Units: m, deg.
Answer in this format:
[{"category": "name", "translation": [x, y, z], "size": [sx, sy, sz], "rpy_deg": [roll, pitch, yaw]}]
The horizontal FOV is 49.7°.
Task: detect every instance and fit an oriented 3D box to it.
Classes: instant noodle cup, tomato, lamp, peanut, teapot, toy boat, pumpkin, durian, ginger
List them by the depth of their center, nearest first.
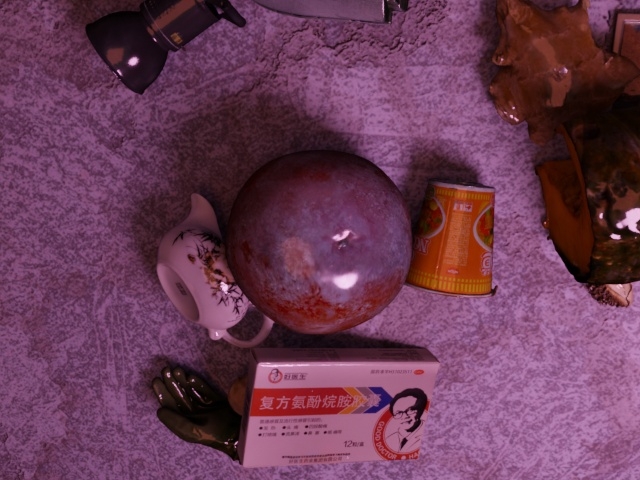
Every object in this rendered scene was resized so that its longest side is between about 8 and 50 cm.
[{"category": "pumpkin", "translation": [0.475, -0.064, 1.068], "size": [0.226, 0.303, 0.256], "rpy_deg": [-17, 79, 8]}, {"category": "ginger", "translation": [0.353, -0.289, 1.099], "size": [0.270, 0.123, 0.219], "rpy_deg": [45, 112, -1]}, {"category": "toy boat", "translation": [-0.011, -0.440, 1.142], "size": [0.320, 0.092, 0.141], "rpy_deg": [10, 108, 15]}, {"category": "tomato", "translation": [0.000, 0.000, 1.159], "size": [0.317, 0.282, 0.316], "rpy_deg": [-1, 93, -17]}, {"category": "lamp", "translation": [-0.269, -0.382, 1.190], "size": [0.227, 0.147, 0.172], "rpy_deg": [-34, 74, 9]}, {"category": "instant noodle cup", "translation": [0.232, -0.009, 1.192], "size": [0.168, 0.168, 0.185], "rpy_deg": [8, 100, 8]}, {"category": "durian", "translation": [0.506, 0.073, 1.227], "size": [0.066, 0.052, 0.130], "rpy_deg": [-36, 103, -21]}, {"category": "teapot", "translation": [-0.199, 0.076, 1.288], "size": [0.208, 0.166, 0.299], "rpy_deg": [-14, 118, 47]}, {"category": "peanut", "translation": [-0.069, 0.299, 1.356], "size": [0.230, 0.098, 0.103], "rpy_deg": [-1, 108, 8]}]

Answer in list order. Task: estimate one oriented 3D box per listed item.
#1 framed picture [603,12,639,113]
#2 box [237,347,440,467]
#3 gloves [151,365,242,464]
[{"category": "framed picture", "translation": [0.594, -0.270, 1.116], "size": [0.250, 0.016, 0.184], "rpy_deg": [6, 107, 8]}, {"category": "box", "translation": [0.034, 0.307, 1.283], "size": [0.353, 0.069, 0.214], "rpy_deg": [3, 108, -20]}, {"category": "gloves", "translation": [-0.231, 0.357, 1.393], "size": [0.268, 0.135, 0.107], "rpy_deg": [38, 135, 10]}]
